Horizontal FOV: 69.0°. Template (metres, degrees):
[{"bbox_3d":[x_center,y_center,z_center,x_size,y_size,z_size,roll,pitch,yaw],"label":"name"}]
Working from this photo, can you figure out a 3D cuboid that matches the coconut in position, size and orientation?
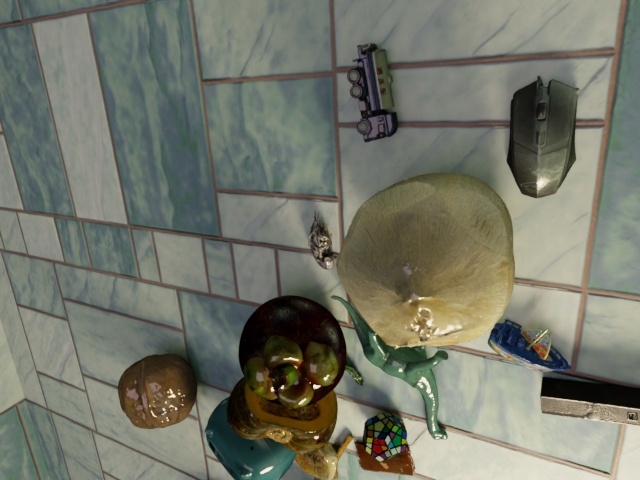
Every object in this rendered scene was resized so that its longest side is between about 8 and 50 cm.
[{"bbox_3d":[0.206,0.039,0.925,0.345,0.360,0.347,9,111,26],"label":"coconut"}]

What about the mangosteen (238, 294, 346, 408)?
[{"bbox_3d":[-0.080,0.288,1.218,0.300,0.300,0.301,11,113,26],"label":"mangosteen"}]

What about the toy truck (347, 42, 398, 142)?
[{"bbox_3d":[0.117,-0.323,1.019,0.088,0.074,0.202,-6,105,22],"label":"toy truck"}]

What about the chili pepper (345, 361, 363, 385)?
[{"bbox_3d":[0.076,0.364,1.321,0.117,0.035,0.056,26,132,9],"label":"chili pepper"}]

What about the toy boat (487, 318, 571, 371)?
[{"bbox_3d":[0.463,0.226,1.006,0.174,0.091,0.110,29,137,13],"label":"toy boat"}]

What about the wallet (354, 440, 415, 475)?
[{"bbox_3d":[0.187,0.634,1.361,0.176,0.026,0.095,-13,96,32],"label":"wallet"}]

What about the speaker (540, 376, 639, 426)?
[{"bbox_3d":[0.588,0.340,0.985,0.217,0.082,0.044,-2,106,29],"label":"speaker"}]

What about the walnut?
[{"bbox_3d":[-0.566,0.523,1.634,0.272,0.227,0.274,11,116,23],"label":"walnut"}]

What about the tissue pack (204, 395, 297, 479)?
[{"bbox_3d":[-0.231,0.637,1.467,0.287,0.206,0.198,40,131,27],"label":"tissue pack"}]

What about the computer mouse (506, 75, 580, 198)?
[{"bbox_3d":[0.420,-0.192,0.886,0.126,0.071,0.232,7,110,28],"label":"computer mouse"}]

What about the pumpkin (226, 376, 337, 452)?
[{"bbox_3d":[-0.104,0.471,1.351,0.316,0.222,0.139,15,129,-7],"label":"pumpkin"}]

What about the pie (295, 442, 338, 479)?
[{"bbox_3d":[-0.035,0.663,1.472,0.218,0.052,0.185,38,132,23],"label":"pie"}]

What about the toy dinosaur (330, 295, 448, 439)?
[{"bbox_3d":[0.181,0.341,1.222,0.383,0.129,0.331,22,126,23],"label":"toy dinosaur"}]

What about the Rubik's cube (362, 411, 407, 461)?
[{"bbox_3d":[0.176,0.537,1.278,0.133,0.133,0.112,34,95,15],"label":"Rubik's cube"}]

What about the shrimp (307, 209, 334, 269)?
[{"bbox_3d":[0.000,0.000,1.213,0.065,0.056,0.165,17,127,41],"label":"shrimp"}]

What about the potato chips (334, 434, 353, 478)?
[{"bbox_3d":[0.062,0.669,1.446,0.037,0.026,0.204,26,118,17],"label":"potato chips"}]
